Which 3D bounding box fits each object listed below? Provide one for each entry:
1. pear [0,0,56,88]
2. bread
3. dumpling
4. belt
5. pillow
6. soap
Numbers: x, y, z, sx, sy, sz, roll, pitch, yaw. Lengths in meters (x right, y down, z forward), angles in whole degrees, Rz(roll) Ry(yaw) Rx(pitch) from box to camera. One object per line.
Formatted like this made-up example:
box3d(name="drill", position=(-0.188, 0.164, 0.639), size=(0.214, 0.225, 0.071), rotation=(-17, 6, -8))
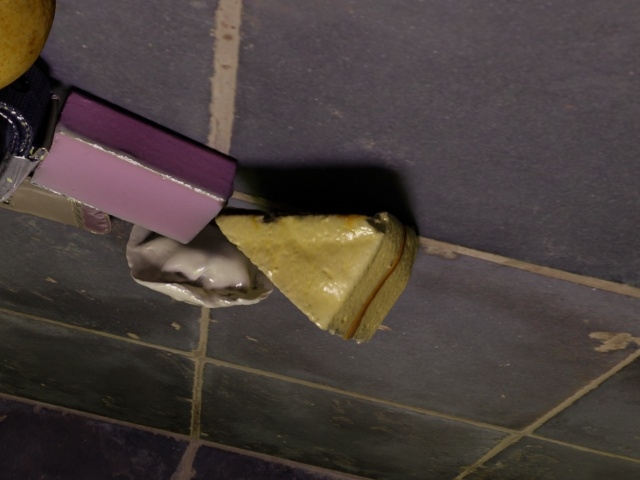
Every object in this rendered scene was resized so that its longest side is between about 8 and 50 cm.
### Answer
box3d(name="pear", position=(-0.373, -0.260, 0.880), size=(0.208, 0.209, 0.209), rotation=(10, 152, 5))
box3d(name="bread", position=(0.000, 0.000, 1.272), size=(0.236, 0.198, 0.263), rotation=(34, -179, 21))
box3d(name="dumpling", position=(-0.197, 0.043, 1.409), size=(0.250, 0.162, 0.132), rotation=(25, 137, -3))
box3d(name="belt", position=(-0.441, -0.145, 1.150), size=(0.139, 0.126, 0.230), rotation=(29, 131, -26))
box3d(name="pillow", position=(-0.459, -0.069, 1.439), size=(0.232, 0.038, 0.131), rotation=(14, 149, 2))
box3d(name="soap", position=(-0.271, -0.099, 1.260), size=(0.259, 0.081, 0.181), rotation=(22, 150, -20))
